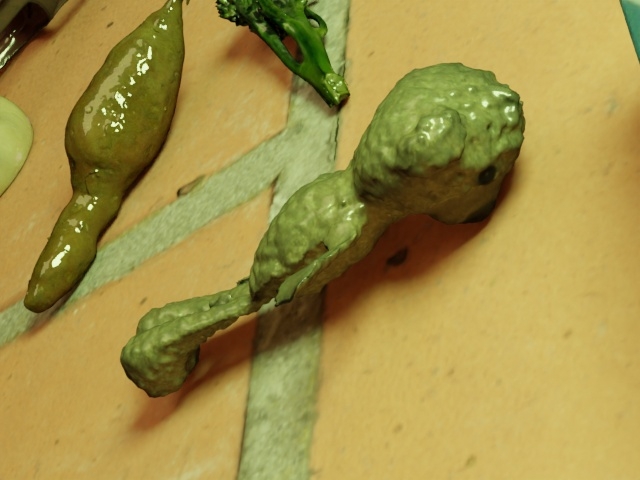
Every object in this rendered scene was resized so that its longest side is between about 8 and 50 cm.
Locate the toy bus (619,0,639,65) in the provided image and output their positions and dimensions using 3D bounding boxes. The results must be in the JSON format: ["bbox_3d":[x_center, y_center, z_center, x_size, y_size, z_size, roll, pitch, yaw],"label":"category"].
[{"bbox_3d":[0.203,-0.063,0.671,0.106,0.131,0.297,-34,35,24],"label":"toy bus"}]

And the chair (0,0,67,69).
[{"bbox_3d":[-0.304,-0.279,1.508,0.326,0.175,0.183,-49,14,-19],"label":"chair"}]

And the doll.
[{"bbox_3d":[-0.005,0.003,0.915,0.286,0.091,0.202,-36,-1,3],"label":"doll"}]

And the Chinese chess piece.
[{"bbox_3d":[-0.313,-0.076,1.432,0.122,0.051,0.122,-31,37,27],"label":"Chinese chess piece"}]

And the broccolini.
[{"bbox_3d":[-0.015,-0.144,1.140,0.074,0.058,0.201,-54,44,23],"label":"broccolini"}]

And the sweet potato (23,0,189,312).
[{"bbox_3d":[-0.163,-0.068,1.212,0.075,0.075,0.269,11,75,56],"label":"sweet potato"}]
